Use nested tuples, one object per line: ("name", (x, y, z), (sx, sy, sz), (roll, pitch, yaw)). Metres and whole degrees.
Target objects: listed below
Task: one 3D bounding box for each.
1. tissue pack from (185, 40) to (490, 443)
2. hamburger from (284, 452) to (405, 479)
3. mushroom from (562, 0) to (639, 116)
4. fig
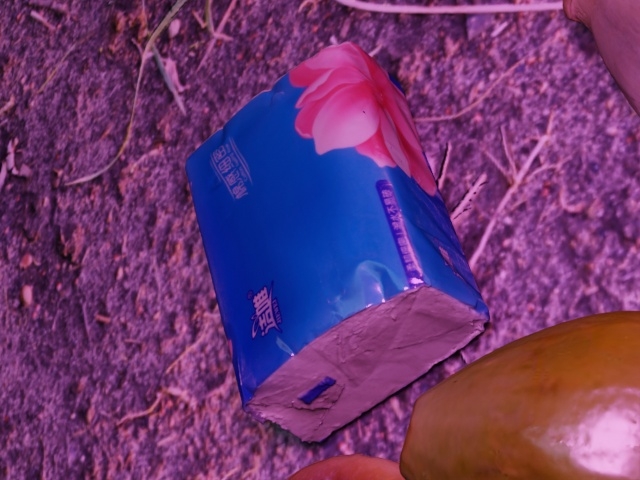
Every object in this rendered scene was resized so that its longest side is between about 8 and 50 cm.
("tissue pack", (0.000, 0.000, 1.373), (0.209, 0.137, 0.269), (-36, 50, 26))
("hamburger", (0.040, 0.277, 1.207), (0.286, 0.146, 0.243), (7, 82, 42))
("mushroom", (0.266, -0.136, 1.231), (0.247, 0.096, 0.108), (51, 132, 47))
("fig", (0.174, 0.153, 1.082), (0.230, 0.207, 0.207), (-20, 53, 3))
